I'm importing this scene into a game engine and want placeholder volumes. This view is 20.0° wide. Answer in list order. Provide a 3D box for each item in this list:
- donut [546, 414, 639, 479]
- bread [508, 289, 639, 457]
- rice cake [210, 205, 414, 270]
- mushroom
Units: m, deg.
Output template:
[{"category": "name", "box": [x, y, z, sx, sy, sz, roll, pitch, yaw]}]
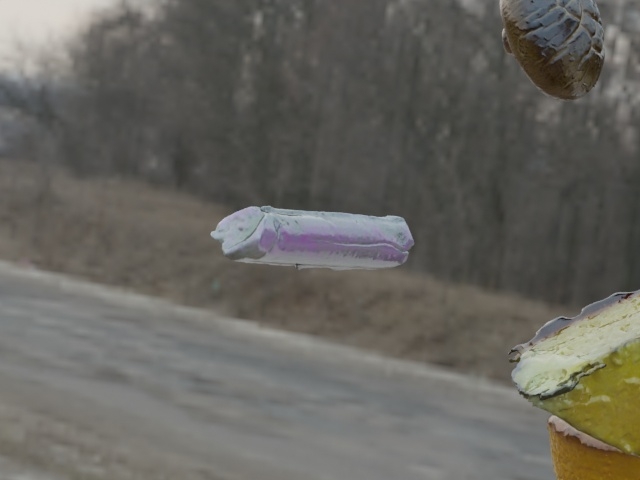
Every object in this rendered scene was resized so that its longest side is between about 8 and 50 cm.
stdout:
[{"category": "donut", "box": [0.372, 0.221, 2.008, 0.253, 0.118, 0.253, -4, 12, 1]}, {"category": "bread", "box": [0.237, 0.089, 1.437, 0.160, 0.169, 0.140, 15, 17, -3]}, {"category": "rice cake", "box": [0.000, -0.001, 1.616, 0.270, 0.055, 0.049, 5, 45, -57]}, {"category": "mushroom", "box": [0.196, -0.178, 1.531, 0.085, 0.126, 0.109, -22, -2, 3]}]
